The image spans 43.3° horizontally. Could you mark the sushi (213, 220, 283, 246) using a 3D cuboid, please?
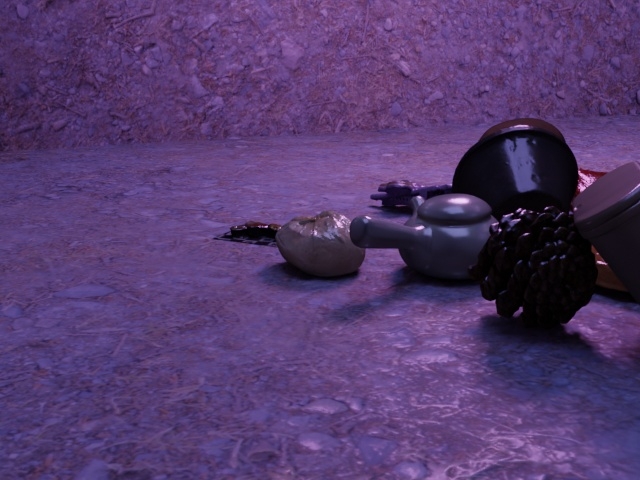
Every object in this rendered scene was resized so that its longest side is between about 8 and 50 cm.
[{"bbox_3d":[-0.124,-0.025,1.817,0.200,0.031,0.139,7,17,27],"label":"sushi"}]

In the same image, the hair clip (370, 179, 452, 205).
[{"bbox_3d":[0.240,-0.112,2.003,0.137,0.090,0.278,-1,13,-34],"label":"hair clip"}]

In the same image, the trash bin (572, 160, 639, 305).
[{"bbox_3d":[0.486,0.023,1.166,0.121,0.247,0.243,-37,1,21],"label":"trash bin"}]

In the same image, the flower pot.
[{"bbox_3d":[0.413,-0.082,1.656,0.268,0.269,0.166,-1,36,0],"label":"flower pot"}]

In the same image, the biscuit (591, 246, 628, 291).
[{"bbox_3d":[0.589,0.039,1.476,0.312,0.057,0.351,-16,19,-42],"label":"biscuit"}]

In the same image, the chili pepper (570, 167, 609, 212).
[{"bbox_3d":[0.654,-0.078,1.850,0.144,0.136,0.253,40,14,-22],"label":"chili pepper"}]

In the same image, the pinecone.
[{"bbox_3d":[0.329,0.035,1.250,0.179,0.184,0.204,29,13,-23],"label":"pinecone"}]

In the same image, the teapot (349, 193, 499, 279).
[{"bbox_3d":[0.215,-0.002,1.481,0.219,0.149,0.318,6,16,29],"label":"teapot"}]

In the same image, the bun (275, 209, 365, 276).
[{"bbox_3d":[0.000,0.000,1.566,0.164,0.111,0.188,-12,21,-24],"label":"bun"}]

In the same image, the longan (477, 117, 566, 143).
[{"bbox_3d":[0.540,-0.228,2.167,0.246,0.215,0.246,21,8,-3],"label":"longan"}]
